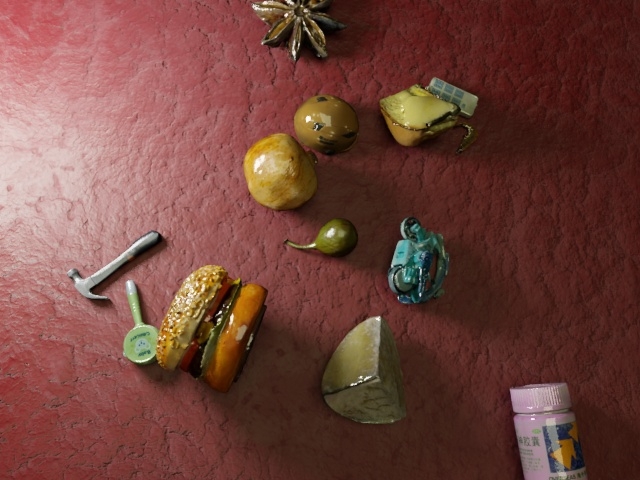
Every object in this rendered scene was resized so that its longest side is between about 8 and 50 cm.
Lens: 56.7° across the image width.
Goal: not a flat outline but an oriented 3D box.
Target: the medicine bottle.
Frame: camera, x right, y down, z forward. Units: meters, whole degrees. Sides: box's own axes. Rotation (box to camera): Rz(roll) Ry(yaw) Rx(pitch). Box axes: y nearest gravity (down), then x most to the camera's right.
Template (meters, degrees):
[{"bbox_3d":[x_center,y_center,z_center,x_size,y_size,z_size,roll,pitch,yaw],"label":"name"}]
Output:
[{"bbox_3d":[0.676,0.579,1.768,0.178,0.178,0.291,-5,79,-9],"label":"medicine bottle"}]

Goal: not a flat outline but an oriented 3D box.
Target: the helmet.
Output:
[{"bbox_3d":[0.028,-0.388,1.929,0.224,0.130,0.198,9,79,-6],"label":"helmet"}]

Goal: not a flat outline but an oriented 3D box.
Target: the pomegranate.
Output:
[{"bbox_3d":[-0.117,-0.210,1.822,0.248,0.248,0.248,2,77,-7],"label":"pomegranate"}]

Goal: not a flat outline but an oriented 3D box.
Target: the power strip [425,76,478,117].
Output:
[{"bbox_3d":[0.454,-0.493,2.057,0.192,0.035,0.081,24,73,-2],"label":"power strip"}]

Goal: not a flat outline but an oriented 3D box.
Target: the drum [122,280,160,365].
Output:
[{"bbox_3d":[-0.551,0.251,1.746,0.130,0.049,0.253,-33,73,-5],"label":"drum"}]

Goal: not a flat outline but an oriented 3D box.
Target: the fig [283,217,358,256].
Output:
[{"bbox_3d":[0.000,0.000,1.855,0.236,0.124,0.124,-10,78,5],"label":"fig"}]

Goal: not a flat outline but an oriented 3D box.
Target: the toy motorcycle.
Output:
[{"bbox_3d":[0.311,0.072,1.862,0.206,0.154,0.260,25,70,-25],"label":"toy motorcycle"}]

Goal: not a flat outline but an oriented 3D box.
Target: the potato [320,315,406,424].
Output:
[{"bbox_3d":[0.134,0.395,1.787,0.189,0.211,0.264,-20,38,25],"label":"potato"}]

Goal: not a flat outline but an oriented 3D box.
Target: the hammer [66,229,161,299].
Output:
[{"bbox_3d":[-0.600,0.069,1.788,0.290,0.037,0.137,-37,84,-13],"label":"hammer"}]

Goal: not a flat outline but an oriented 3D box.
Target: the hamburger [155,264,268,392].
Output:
[{"bbox_3d":[-0.301,0.236,1.650,0.250,0.330,0.330,21,75,-1],"label":"hamburger"}]

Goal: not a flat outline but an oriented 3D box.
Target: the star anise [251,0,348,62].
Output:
[{"bbox_3d":[-0.072,-0.748,2.007,0.331,0.117,0.332,1,85,-12],"label":"star anise"}]

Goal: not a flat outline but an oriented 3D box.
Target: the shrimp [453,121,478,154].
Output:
[{"bbox_3d":[0.486,-0.352,2.033,0.091,0.025,0.127,33,71,1],"label":"shrimp"}]

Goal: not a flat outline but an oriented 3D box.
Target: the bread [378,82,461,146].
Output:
[{"bbox_3d":[0.315,-0.397,1.955,0.204,0.163,0.262,-21,39,-10],"label":"bread"}]
